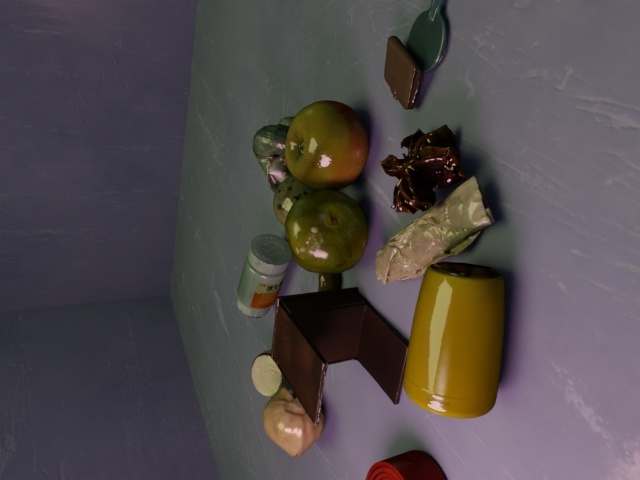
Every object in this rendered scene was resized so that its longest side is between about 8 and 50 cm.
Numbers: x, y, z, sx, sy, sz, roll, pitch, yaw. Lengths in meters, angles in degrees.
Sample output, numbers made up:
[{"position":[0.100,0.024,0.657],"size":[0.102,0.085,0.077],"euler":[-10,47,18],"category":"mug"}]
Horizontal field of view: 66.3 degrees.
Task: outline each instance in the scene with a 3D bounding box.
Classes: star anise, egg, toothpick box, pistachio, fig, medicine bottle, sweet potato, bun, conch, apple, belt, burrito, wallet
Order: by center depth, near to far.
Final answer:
[{"position":[0.256,0.173,0.924],"size":[0.175,0.175,0.271],"euler":[21,108,60],"category":"toothpick box"},{"position":[0.210,-0.135,1.016],"size":[0.190,0.126,0.220],"euler":[-33,36,29],"category":"star anise"},{"position":[0.228,0.004,1.056],"size":[0.392,0.076,0.117],"euler":[-45,55,55],"category":"burrito"},{"position":[0.185,-0.379,1.113],"size":[0.118,0.039,0.152],"euler":[96,158,-50],"category":"wallet"},{"position":[0.199,0.659,1.147],"size":[0.227,0.115,0.323],"euler":[35,124,57],"category":"belt"},{"position":[0.013,-0.251,1.311],"size":[0.261,0.194,0.260],"euler":[12,104,60],"category":"apple"},{"position":[0.012,-0.024,1.332],"size":[0.314,0.233,0.233],"euler":[-121,31,-83],"category":"fig"},{"position":[-0.055,-0.116,1.480],"size":[0.228,0.177,0.177],"euler":[-109,24,-69],"category":"egg"},{"position":[0.016,0.180,1.502],"size":[0.081,0.062,0.233],"euler":[-105,20,-60],"category":"sweet potato"},{"position":[-0.121,-0.287,1.603],"size":[0.220,0.195,0.277],"euler":[26,95,23],"category":"conch"},{"position":[-0.095,0.598,1.619],"size":[0.318,0.194,0.213],"euler":[123,148,-64],"category":"pistachio"},{"position":[-0.167,0.491,1.820],"size":[0.173,0.120,0.172],"euler":[-2,86,36],"category":"bun"},{"position":[-0.218,0.140,1.835],"size":[0.158,0.158,0.318],"euler":[64,144,37],"category":"medicine bottle"}]

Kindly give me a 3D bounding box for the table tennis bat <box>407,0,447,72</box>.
[{"position":[0.235,-0.458,1.038],"size":[0.124,0.033,0.201],"euler":[53,140,45],"category":"table tennis bat"}]

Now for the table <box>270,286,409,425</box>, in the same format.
[{"position":[0.042,0.281,1.259],"size":[0.282,0.251,0.196],"euler":[43,130,54],"category":"table"}]
